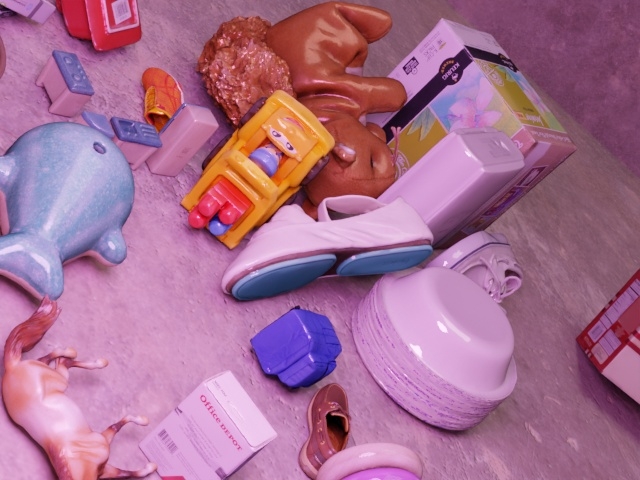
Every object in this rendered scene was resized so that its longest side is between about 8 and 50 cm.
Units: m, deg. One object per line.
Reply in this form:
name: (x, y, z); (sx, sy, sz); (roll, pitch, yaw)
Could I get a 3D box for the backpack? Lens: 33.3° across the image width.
backpack: (-0.027, 0.157, 1.520); (0.120, 0.098, 0.101); (14, 49, -65)

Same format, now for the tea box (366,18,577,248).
tea box: (0.268, -0.204, 2.149); (0.220, 0.329, 0.324); (-1, 52, -55)

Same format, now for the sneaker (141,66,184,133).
sneaker: (-0.257, -0.219, 1.735); (0.067, 0.064, 0.175); (14, 41, -48)

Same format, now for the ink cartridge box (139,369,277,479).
ink cartridge box: (-0.130, 0.230, 1.234); (0.099, 0.135, 0.056); (52, 28, 11)

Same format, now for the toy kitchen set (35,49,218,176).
toy kitchen set: (-0.291, -0.207, 1.610); (0.207, 0.122, 0.166); (7, 47, -51)

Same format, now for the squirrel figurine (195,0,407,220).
squirrel figurine: (-0.038, -0.221, 1.898); (0.396, 0.281, 0.371); (11, 52, -27)

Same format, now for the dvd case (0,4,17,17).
dvd case: (-0.549, -0.405, 1.574); (0.221, 0.018, 0.164); (39, 7, -13)

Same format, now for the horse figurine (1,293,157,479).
horse figurine: (-0.274, 0.188, 1.172); (0.263, 0.066, 0.174); (54, 23, 11)

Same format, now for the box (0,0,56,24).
box: (-0.492, -0.396, 1.590); (0.145, 0.038, 0.186); (41, 6, 8)

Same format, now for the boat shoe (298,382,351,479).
boat shoe: (0.018, 0.257, 1.482); (0.064, 0.060, 0.178); (39, 28, -13)

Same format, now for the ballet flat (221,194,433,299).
ballet flat: (0.000, 0.000, 1.654); (0.400, 0.139, 0.139); (-9, 58, -37)

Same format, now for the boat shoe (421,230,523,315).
boat shoe: (0.316, 0.081, 2.071); (0.156, 0.136, 0.367); (57, 20, 14)

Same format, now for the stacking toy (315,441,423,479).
stacking toy: (0.085, 0.417, 1.295); (0.141, 0.141, 0.330); (25, 38, -34)

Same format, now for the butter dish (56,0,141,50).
butter dish: (-0.379, -0.394, 1.757); (0.160, 0.118, 0.160); (-42, 129, -64)

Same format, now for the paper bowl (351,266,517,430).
paper bowl: (0.203, 0.156, 1.755); (0.284, 0.148, 0.284); (28, 31, -18)

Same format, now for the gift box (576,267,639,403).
gift box: (0.712, 0.249, 2.255); (0.258, 0.276, 0.255); (37, 15, -8)

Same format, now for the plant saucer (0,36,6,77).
plant saucer: (-0.559, -0.293, 1.446); (0.278, 0.041, 0.278); (34, 29, -22)

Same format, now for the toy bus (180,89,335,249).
toy bus: (-0.110, -0.094, 1.617); (0.149, 0.220, 0.211); (44, 33, -2)

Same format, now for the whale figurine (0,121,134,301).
whale figurine: (-0.322, -0.046, 1.332); (0.216, 0.141, 0.272); (37, 30, -18)

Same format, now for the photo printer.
photo printer: (0.193, -0.066, 1.885); (0.107, 0.307, 0.256); (53, 25, 12)
